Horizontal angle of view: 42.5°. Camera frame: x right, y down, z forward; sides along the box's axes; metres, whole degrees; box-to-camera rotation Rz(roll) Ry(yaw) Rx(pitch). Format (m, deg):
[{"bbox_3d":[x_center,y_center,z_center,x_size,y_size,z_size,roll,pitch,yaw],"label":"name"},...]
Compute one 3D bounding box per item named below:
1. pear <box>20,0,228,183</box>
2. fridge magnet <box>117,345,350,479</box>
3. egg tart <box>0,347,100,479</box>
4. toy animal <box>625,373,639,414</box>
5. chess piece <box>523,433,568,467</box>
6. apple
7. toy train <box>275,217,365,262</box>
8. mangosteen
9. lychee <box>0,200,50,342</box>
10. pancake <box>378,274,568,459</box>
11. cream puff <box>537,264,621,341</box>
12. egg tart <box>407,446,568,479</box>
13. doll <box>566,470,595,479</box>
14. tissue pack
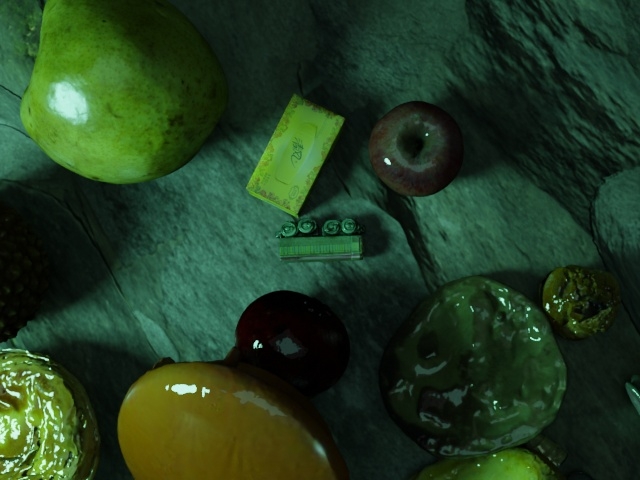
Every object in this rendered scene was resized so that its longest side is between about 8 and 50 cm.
[{"bbox_3d":[-0.290,-0.234,1.242,0.304,0.304,0.304,0,85,1],"label":"pear"},{"bbox_3d":[-0.124,0.314,1.195,0.363,0.155,0.364,12,125,17],"label":"fridge magnet"},{"bbox_3d":[-0.465,0.309,1.278,0.297,0.132,0.297,-1,84,14],"label":"egg tart"},{"bbox_3d":[0.571,0.311,1.276,0.251,0.127,0.125,37,98,18],"label":"toy animal"},{"bbox_3d":[0.312,0.288,1.300,0.060,0.060,0.172,-40,83,-3],"label":"chess piece"},{"bbox_3d":[0.153,-0.143,1.309,0.153,0.120,0.153,0,79,-1],"label":"apple"},{"bbox_3d":[0.000,0.000,1.338,0.148,0.038,0.071,-2,84,2],"label":"toy train"},{"bbox_3d":[-0.053,0.174,1.267,0.199,0.200,0.200,0,85,1],"label":"mangosteen"},{"bbox_3d":[-0.547,0.056,1.243,0.267,0.267,0.268,0,85,1],"label":"lychee"},{"bbox_3d":[0.234,0.203,1.278,0.294,0.049,0.294,-4,67,11],"label":"pancake"},{"bbox_3d":[0.409,0.094,1.294,0.133,0.104,0.119,-16,78,-1],"label":"cream puff"},{"bbox_3d":[0.235,0.415,1.190,0.294,0.294,0.123,-24,105,-1],"label":"egg tart"},{"bbox_3d":[0.366,0.530,1.247,0.246,0.158,0.340,27,58,14],"label":"doll"},{"bbox_3d":[-0.039,-0.137,1.339,0.095,0.062,0.176,27,87,3],"label":"tissue pack"}]
